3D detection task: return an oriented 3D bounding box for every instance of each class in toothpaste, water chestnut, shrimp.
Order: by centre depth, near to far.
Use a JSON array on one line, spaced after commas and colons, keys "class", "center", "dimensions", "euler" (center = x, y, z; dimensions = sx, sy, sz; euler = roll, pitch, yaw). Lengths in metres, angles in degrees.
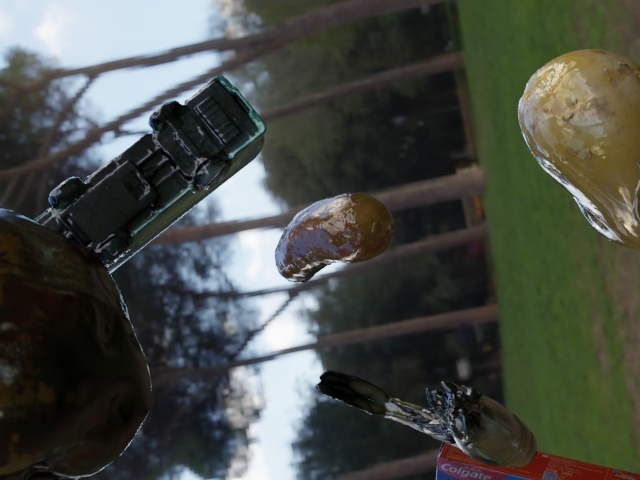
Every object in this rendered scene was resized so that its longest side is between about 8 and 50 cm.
[{"class": "water chestnut", "center": [-0.260, 0.115, 1.032], "dimensions": [0.244, 0.289, 0.289], "euler": [37, -170, -1]}, {"class": "shrimp", "center": [0.074, 0.139, 1.060], "dimensions": [0.262, 0.198, 0.051], "euler": [43, -118, -67]}, {"class": "toothpaste", "center": [0.306, 0.321, 1.620], "dimensions": [0.066, 0.320, 0.076], "euler": [-50, -33, -55]}]

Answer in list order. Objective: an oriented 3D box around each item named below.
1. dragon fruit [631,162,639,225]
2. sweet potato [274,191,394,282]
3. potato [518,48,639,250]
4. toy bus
[{"class": "dragon fruit", "center": [0.419, -0.016, 0.960], "dimensions": [0.277, 0.342, 0.277], "euler": [-159, 90, -87]}, {"class": "sweet potato", "center": [-0.002, 0.000, 1.669], "dimensions": [0.292, 0.097, 0.097], "euler": [-22, 76, 58]}, {"class": "potato", "center": [0.287, -0.084, 1.233], "dimensions": [0.234, 0.146, 0.150], "euler": [44, -153, -32]}, {"class": "toy bus", "center": [-0.172, -0.046, 1.225], "dimensions": [0.091, 0.261, 0.109], "euler": [51, 171, 7]}]
